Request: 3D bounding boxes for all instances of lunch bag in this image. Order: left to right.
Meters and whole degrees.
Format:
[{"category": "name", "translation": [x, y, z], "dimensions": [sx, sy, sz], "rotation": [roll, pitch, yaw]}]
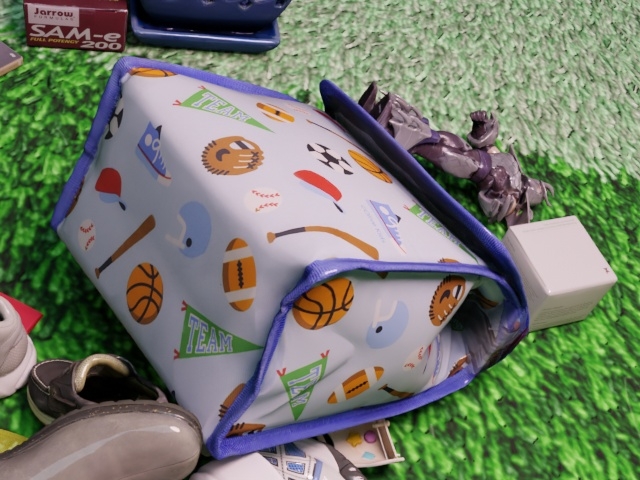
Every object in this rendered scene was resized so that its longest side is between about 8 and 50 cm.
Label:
[{"category": "lunch bag", "translation": [0.000, 0.000, 0.815], "dimensions": [0.385, 0.239, 0.328], "rotation": [5, 35, -47]}]

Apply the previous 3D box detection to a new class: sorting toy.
[{"category": "sorting toy", "translation": [0.033, 0.194, 0.824], "dimensions": [0.075, 0.045, 0.083], "rotation": [-9, 55, -14]}]

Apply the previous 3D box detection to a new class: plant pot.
[{"category": "plant pot", "translation": [-0.150, -0.393, 1.125], "dimensions": [0.236, 0.212, 0.236], "rotation": [0, 52, -16]}]

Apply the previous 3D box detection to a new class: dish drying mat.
[{"category": "dish drying mat", "translation": [-0.325, 0.068, 0.840], "dimensions": [0.083, 0.008, 0.032], "rotation": [24, 50, 5]}]

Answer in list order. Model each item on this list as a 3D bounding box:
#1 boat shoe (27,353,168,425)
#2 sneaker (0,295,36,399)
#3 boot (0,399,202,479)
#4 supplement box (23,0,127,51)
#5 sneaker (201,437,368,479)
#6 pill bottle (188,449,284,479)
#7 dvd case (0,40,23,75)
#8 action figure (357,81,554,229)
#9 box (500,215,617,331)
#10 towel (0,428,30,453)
[{"category": "boat shoe", "translation": [-0.188, 0.133, 0.720], "dimensions": [0.080, 0.073, 0.223], "rotation": [-14, 20, -39]}, {"category": "sneaker", "translation": [-0.390, 0.059, 0.755], "dimensions": [0.262, 0.121, 0.099], "rotation": [12, 50, -6]}, {"category": "boot", "translation": [-0.194, 0.202, 0.547], "dimensions": [0.246, 0.083, 0.161], "rotation": [-13, 32, -4]}, {"category": "supplement box", "translation": [-0.333, -0.366, 1.141], "dimensions": [0.130, 0.073, 0.239], "rotation": [1, 52, -15]}, {"category": "sneaker", "translation": [-0.024, 0.223, 0.764], "dimensions": [0.211, 0.080, 0.081], "rotation": [35, 52, 26]}, {"category": "pill bottle", "translation": [-0.147, 0.282, 0.622], "dimensions": [0.283, 0.160, 0.160], "rotation": [-24, 62, -30]}, {"category": "dvd case", "translation": [-0.505, -0.215, 1.007], "dimensions": [0.164, 0.018, 0.221], "rotation": [36, 52, 13]}, {"category": "action figure", "translation": [0.180, -0.104, 1.047], "dimensions": [0.285, 0.099, 0.185], "rotation": [21, 30, -18]}, {"category": "box", "translation": [0.269, 0.040, 0.983], "dimensions": [0.101, 0.087, 0.102], "rotation": [-9, 56, -22]}, {"category": "towel", "translation": [-0.334, 0.196, 0.727], "dimensions": [0.237, 0.021, 0.102], "rotation": [19, 51, -1]}]
